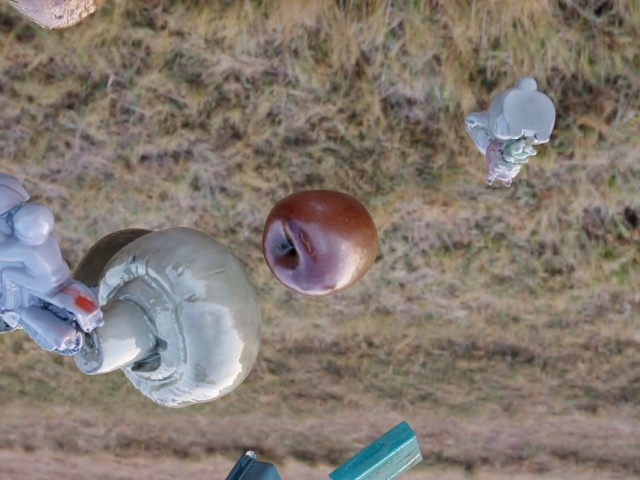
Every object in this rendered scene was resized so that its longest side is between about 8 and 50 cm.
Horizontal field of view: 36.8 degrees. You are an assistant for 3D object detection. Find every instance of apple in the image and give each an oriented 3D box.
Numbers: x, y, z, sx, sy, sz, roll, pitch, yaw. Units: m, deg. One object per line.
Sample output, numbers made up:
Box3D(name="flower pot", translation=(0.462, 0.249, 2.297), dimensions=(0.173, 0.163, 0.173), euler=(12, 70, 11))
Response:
Box3D(name="apple", translation=(0.000, 0.000, 1.558), dimensions=(0.181, 0.168, 0.181), euler=(29, 130, 41))

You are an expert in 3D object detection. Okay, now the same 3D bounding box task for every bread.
Box3D(name="bread", translation=(-0.406, -0.420, 1.469), dimensions=(0.104, 0.199, 0.199), euler=(44, 156, 28))

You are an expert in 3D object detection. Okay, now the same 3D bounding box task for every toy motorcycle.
Box3D(name="toy motorcycle", translation=(-0.350, 0.014, 1.103), dimensions=(0.260, 0.110, 0.171), euler=(47, 133, 3))

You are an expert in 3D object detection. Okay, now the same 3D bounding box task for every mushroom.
Box3D(name="mushroom", translation=(-0.209, 0.114, 1.260), dimensions=(0.254, 0.234, 0.260), euler=(23, 125, 37))

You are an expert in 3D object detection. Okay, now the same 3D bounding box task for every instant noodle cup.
Box3D(name="instant noodle cup", translation=(-0.118, 0.488, 1.748), dimensions=(0.070, 0.179, 0.157), euler=(-10, 114, 30))

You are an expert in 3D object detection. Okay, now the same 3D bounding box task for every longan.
Box3D(name="longan", translation=(-0.411, 0.117, 2.098), dimensions=(0.243, 0.300, 0.300), euler=(-4, 144, 43))

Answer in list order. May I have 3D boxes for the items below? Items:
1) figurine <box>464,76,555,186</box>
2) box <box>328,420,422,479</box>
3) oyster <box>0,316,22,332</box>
Box3D(name="figurine", translation=(0.197, -0.115, 1.089), dimensions=(0.081, 0.098, 0.146), euler=(27, 160, -8))
Box3D(name="box", translation=(0.102, 0.400, 1.703), dimensions=(0.161, 0.042, 0.226), euler=(-33, 156, -6))
Box3D(name="oyster", translation=(-0.518, -0.016, 1.356), dimensions=(0.158, 0.162, 0.351), euler=(-10, 128, 46))
